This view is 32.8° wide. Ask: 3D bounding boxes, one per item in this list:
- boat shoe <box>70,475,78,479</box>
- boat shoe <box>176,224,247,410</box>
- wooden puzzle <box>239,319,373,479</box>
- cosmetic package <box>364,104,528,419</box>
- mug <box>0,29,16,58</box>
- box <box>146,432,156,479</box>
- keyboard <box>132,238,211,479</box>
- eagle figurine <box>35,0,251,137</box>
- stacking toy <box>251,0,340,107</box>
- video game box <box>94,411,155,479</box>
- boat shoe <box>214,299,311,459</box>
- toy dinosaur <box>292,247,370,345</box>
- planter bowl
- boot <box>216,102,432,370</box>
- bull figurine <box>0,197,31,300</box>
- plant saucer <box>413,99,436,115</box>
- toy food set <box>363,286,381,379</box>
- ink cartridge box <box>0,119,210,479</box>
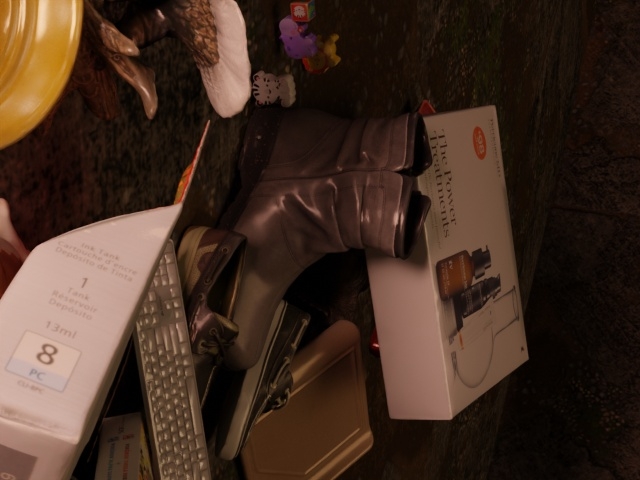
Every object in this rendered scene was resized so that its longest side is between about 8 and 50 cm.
[{"bbox_3d":[-0.243,0.338,0.988,0.084,0.095,0.258,-36,121,-56],"label":"boat shoe"},{"bbox_3d":[-0.124,0.090,1.160,0.080,0.073,0.223,41,52,-59],"label":"boat shoe"},{"bbox_3d":[-0.025,0.247,1.470,0.221,0.044,0.238,-35,133,-29],"label":"wooden puzzle"},{"bbox_3d":[0.168,0.018,1.457,0.284,0.097,0.377,-21,104,-60],"label":"cosmetic package"},{"bbox_3d":[-0.245,-0.130,0.805,0.062,0.064,0.078,-47,141,-56],"label":"mug"},{"bbox_3d":[-0.176,0.274,1.176,0.105,0.043,0.179,-16,115,-66],"label":"box"},{"bbox_3d":[-0.153,0.127,1.091,0.072,0.014,0.256,-9,90,-50],"label":"keyboard"},{"bbox_3d":[-0.122,-0.244,0.908,0.298,0.226,0.225,-55,127,-39],"label":"eagle figurine"},{"bbox_3d":[-0.034,-0.283,1.300,0.167,0.052,0.221,-51,142,-55],"label":"stacking toy"},{"bbox_3d":[-0.171,0.292,1.025,0.187,0.048,0.205,-129,-151,-73],"label":"video game box"},{"bbox_3d":[-0.066,0.172,1.333,0.078,0.070,0.219,-46,-159,60],"label":"boat shoe"},{"bbox_3d":[0.043,-0.005,1.498,0.121,0.160,0.313,34,57,-52],"label":"toy dinosaur"},{"bbox_3d":[-0.260,-0.164,0.700,0.217,0.090,0.217,-14,106,-58],"label":"planter bowl"},{"bbox_3d":[0.000,0.000,1.256,0.118,0.223,0.338,27,73,-68],"label":"boot"},{"bbox_3d":[-0.287,0.048,0.727,0.310,0.101,0.188,-66,149,-42],"label":"bull figurine"},{"bbox_3d":[0.185,-0.059,1.833,0.259,0.048,0.258,50,48,-31],"label":"plant saucer"},{"bbox_3d":[0.050,0.131,1.600,0.104,0.111,0.232,76,28,-69],"label":"toy food set"},{"bbox_3d":[-0.206,0.100,0.845,0.385,0.091,0.308,-78,-167,-54],"label":"ink cartridge box"}]
